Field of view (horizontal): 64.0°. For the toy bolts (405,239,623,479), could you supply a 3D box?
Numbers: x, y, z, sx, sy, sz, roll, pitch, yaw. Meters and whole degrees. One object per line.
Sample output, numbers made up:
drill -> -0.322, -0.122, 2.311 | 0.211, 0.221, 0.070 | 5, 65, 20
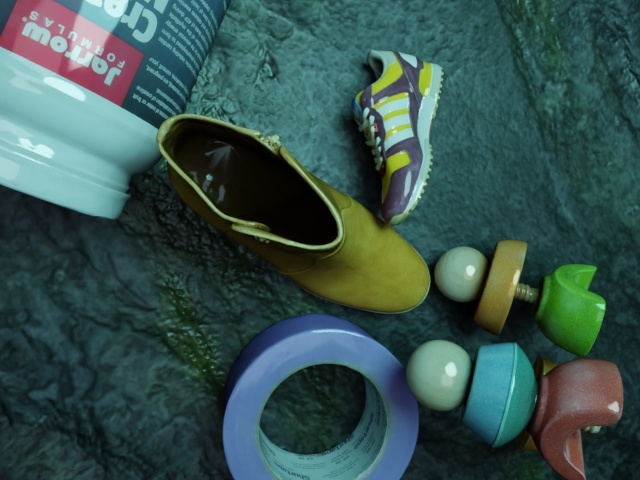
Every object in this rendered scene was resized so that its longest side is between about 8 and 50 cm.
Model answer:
toy bolts -> 0.169, 0.124, 0.502 | 0.158, 0.228, 0.219 | 15, 114, 15

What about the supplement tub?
supplement tub -> -0.187, -0.173, 0.408 | 0.191, 0.191, 0.273 | 23, 88, -11

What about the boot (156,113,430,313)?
boot -> 0.000, -0.001, 0.441 | 0.295, 0.211, 0.104 | 29, 88, -11

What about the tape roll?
tape roll -> -0.003, 0.174, 0.517 | 0.188, 0.080, 0.189 | -1, 93, -11

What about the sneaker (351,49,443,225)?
sneaker -> 0.065, -0.105, 0.511 | 0.083, 0.069, 0.186 | 15, 68, -7
